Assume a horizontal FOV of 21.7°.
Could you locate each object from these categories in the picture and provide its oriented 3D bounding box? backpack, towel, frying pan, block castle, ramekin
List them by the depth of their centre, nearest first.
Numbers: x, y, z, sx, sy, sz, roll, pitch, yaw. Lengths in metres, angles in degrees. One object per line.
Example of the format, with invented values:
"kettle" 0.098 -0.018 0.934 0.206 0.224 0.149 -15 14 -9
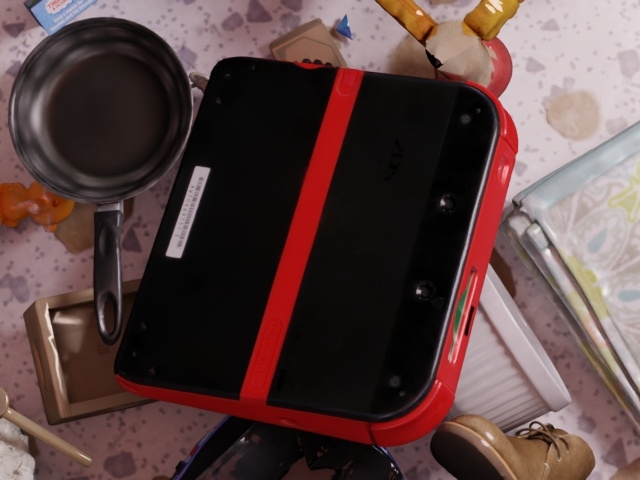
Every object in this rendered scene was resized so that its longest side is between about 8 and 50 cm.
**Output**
"backpack" -0.038 0.290 1.702 0.276 0.213 0.263 36 94 3
"frying pan" -0.198 -0.077 1.724 0.197 0.053 0.326 -27 80 4
"ramekin" 0.160 0.107 1.729 0.109 0.207 0.207 -32 82 8
"towel" 0.423 0.005 1.791 0.374 0.090 0.320 -32 85 -3
"block castle" 0.096 -0.393 1.797 0.453 0.213 0.303 43 97 13

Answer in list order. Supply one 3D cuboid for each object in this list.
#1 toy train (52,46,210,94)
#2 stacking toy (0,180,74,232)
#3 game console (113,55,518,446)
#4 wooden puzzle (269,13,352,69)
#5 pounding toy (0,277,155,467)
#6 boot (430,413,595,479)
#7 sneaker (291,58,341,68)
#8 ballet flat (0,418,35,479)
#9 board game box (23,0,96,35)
"toy train" -0.188 -0.123 1.823 0.248 0.105 0.143 12 93 3
"stacking toy" -0.415 -0.028 1.799 0.302 0.166 0.175 -9 97 -10
"game console" 0.000 0.000 1.675 0.342 0.060 0.386 8 68 22
"wooden puzzle" -0.013 -0.202 1.868 0.116 0.014 0.078 -22 86 -1
"pounding toy" -0.267 0.153 1.763 0.206 0.094 0.181 -11 82 -21
"boot" 0.198 0.216 1.670 0.112 0.305 0.115 34 82 31
"sneaker" 0.059 -0.126 1.820 0.225 0.092 0.088 21 61 6
"ballet flat" -0.327 0.311 1.653 0.147 0.147 0.409 -34 45 -3
"board game box" -0.242 -0.285 1.788 0.160 0.211 0.039 -38 104 -4
